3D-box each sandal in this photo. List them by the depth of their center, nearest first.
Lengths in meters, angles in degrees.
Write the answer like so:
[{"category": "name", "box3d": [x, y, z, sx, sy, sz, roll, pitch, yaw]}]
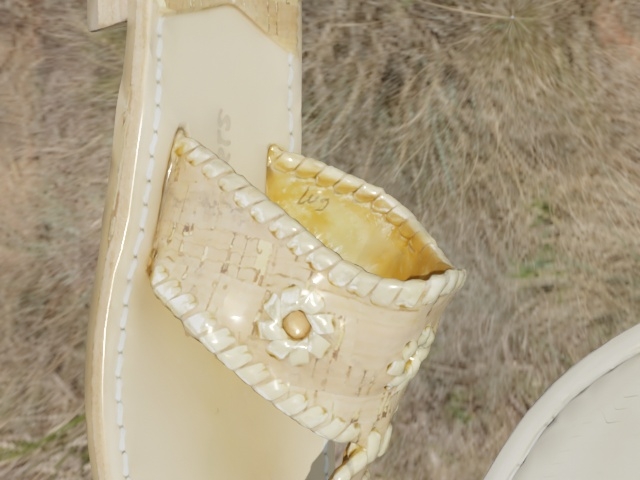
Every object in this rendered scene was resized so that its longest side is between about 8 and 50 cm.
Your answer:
[{"category": "sandal", "box3d": [-0.004, 0.000, 0.330, 0.079, 0.088, 0.240, -6, 89, 38]}]

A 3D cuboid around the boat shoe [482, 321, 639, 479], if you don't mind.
[{"category": "boat shoe", "box3d": [0.163, 0.051, 0.440, 0.116, 0.097, 0.324, 34, 80, 37]}]
